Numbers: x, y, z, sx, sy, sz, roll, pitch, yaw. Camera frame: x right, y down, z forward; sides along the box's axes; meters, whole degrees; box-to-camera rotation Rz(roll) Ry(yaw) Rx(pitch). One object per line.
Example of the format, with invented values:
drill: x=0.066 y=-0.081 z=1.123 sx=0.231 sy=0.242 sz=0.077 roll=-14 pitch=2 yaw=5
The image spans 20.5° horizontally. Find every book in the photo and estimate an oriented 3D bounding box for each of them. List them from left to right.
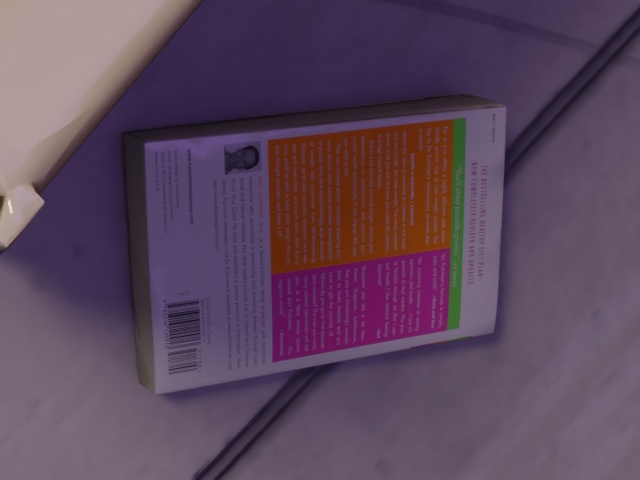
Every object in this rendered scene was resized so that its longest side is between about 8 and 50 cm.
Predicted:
book: x=0.000 y=0.000 z=0.670 sx=0.144 sy=0.035 sz=0.096 roll=-8 pitch=106 yaw=-24

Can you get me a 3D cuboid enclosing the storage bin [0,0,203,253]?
storage bin: x=-0.057 y=-0.131 z=0.496 sx=0.123 sy=0.260 sz=0.262 roll=40 pitch=80 yaw=-9
